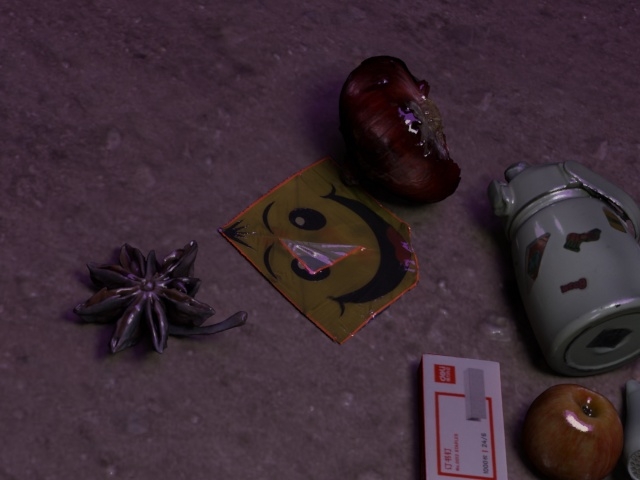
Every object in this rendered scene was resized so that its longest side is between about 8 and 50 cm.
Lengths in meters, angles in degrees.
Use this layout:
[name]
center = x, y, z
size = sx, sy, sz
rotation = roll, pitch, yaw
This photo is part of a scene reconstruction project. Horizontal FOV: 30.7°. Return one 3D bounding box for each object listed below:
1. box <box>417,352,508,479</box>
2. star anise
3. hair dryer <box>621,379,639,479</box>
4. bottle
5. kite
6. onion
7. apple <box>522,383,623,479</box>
[box]
center = 0.202, 0.273, 1.670
size = 0.123, 0.050, 0.229
rotation = 7, 51, -5
[star anise]
center = -0.228, 0.087, 1.642
size = 0.231, 0.089, 0.209
rotation = 38, 62, 18
[hair dryer]
center = 0.546, 0.334, 1.747
size = 0.237, 0.075, 0.206
rotation = 41, 26, -6
[bottle]
center = 0.405, 0.021, 1.856
size = 0.229, 0.229, 0.351
rotation = -1, 51, -21
[kite]
center = -0.001, 0.001, 1.844
size = 0.328, 0.013, 0.377
rotation = 5, 52, -15
[onion]
center = 0.110, -0.168, 1.910
size = 0.195, 0.272, 0.272
rotation = -28, 57, 13
[apple]
center = 0.364, 0.277, 1.682
size = 0.146, 0.131, 0.146
rotation = 9, 46, -10
